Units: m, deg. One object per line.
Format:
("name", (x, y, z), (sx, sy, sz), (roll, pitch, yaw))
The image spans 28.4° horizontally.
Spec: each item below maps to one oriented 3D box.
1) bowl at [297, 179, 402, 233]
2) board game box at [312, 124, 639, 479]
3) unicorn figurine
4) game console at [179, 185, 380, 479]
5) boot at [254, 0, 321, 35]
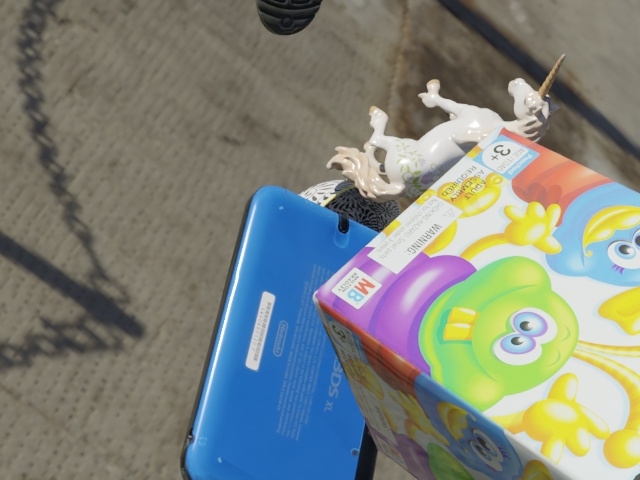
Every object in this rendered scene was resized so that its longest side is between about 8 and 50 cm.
("bowl", (0.000, 0.000, 1.324), (0.080, 0.170, 0.170), (33, 17, 37))
("board game box", (0.150, 0.086, 0.590), (0.275, 0.142, 0.144), (32, -24, 40))
("unicorn figurine", (0.092, -0.074, 0.875), (0.060, 0.162, 0.111), (48, 1, -37))
("game console", (-0.016, 0.140, 1.174), (0.250, 0.173, 0.293), (24, 59, -21))
("boot", (-0.053, -0.291, 1.243), (0.076, 0.190, 0.208), (3, 4, -19))
